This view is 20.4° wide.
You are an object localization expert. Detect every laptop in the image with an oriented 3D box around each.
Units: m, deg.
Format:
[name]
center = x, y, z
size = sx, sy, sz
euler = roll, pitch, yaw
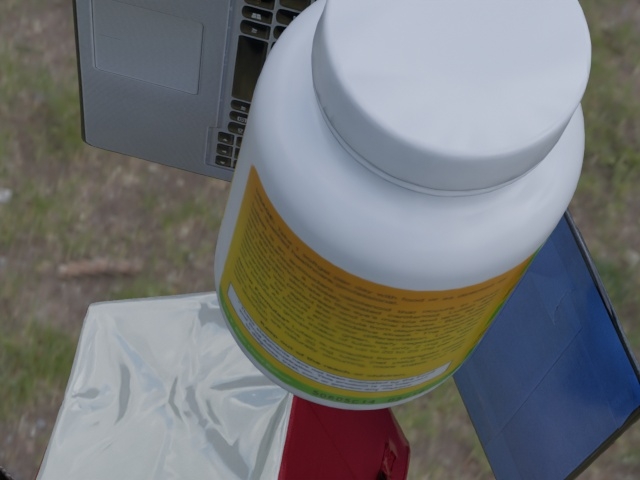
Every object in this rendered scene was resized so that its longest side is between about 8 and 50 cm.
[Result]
[laptop]
center = 0.000, 0.000, 1.214
size = 0.408, 0.382, 0.236
euler = 14, 69, -1

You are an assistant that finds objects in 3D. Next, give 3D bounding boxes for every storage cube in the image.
[storage cube]
center = -0.062, 0.161, 1.236
size = 0.215, 0.193, 0.184
euler = -6, 47, 22

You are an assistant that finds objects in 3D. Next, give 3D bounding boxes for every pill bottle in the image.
[pill bottle]
center = 0.033, -0.027, 0.757
size = 0.136, 0.246, 0.136
euler = 3, 66, -8

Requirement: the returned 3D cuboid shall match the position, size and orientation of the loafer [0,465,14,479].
[loafer]
center = -0.172, 0.032, 0.515
size = 0.220, 0.080, 0.078
euler = 34, 90, -24
